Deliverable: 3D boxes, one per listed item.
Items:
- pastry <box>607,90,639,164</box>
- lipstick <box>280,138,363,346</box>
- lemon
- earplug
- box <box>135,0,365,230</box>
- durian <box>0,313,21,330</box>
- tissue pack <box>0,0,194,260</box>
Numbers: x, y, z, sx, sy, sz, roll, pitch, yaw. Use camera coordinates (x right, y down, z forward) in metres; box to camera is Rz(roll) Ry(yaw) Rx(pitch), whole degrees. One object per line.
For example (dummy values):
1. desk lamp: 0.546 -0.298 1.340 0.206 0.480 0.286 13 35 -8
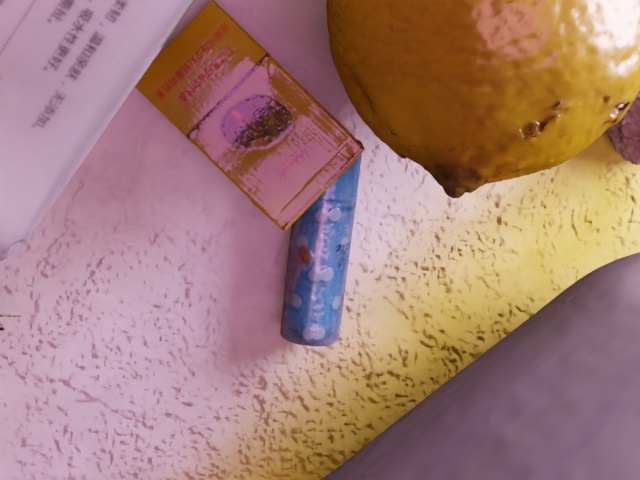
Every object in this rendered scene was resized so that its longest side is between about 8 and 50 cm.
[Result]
1. pastry: 0.264 -0.174 1.328 0.103 0.112 0.265 -10 109 -3
2. lipstick: 0.000 0.000 1.333 0.048 0.048 0.157 2 107 -18
3. lemon: 0.117 -0.169 1.220 0.228 0.228 0.253 -11 107 -14
4. earplug: 0.237 0.188 1.326 0.394 0.312 0.312 -39 114 -3
5. box: -0.052 -0.090 1.274 0.155 0.023 0.087 45 88 -3
6. durian: -0.395 0.082 1.153 0.352 0.169 0.158 -25 96 8
7. tissue pack: -0.218 -0.204 1.119 0.266 0.194 0.356 33 96 -27
